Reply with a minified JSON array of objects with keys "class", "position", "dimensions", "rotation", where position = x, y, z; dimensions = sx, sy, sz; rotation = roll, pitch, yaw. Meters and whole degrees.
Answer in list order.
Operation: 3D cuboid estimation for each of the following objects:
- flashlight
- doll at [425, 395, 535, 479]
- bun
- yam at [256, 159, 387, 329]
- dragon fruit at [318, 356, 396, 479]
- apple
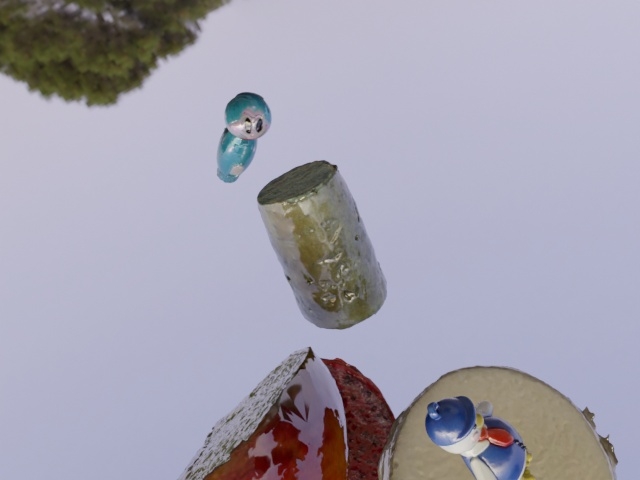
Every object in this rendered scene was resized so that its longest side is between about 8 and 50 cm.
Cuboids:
[{"class":"flashlight","position":[-0.086,-0.108,1.102],"dimensions":[0.051,0.051,0.129],"rotation":[-48,173,-32]},{"class":"doll","position":[0.134,0.172,0.881],"dimensions":[0.057,0.143,0.099],"rotation":[-29,-141,29]},{"class":"bun","position":[0.174,0.281,1.123],"dimensions":[0.263,0.263,0.175],"rotation":[-47,173,-31]},{"class":"yam","position":[0.000,0.000,1.134],"dimensions":[0.107,0.194,0.107],"rotation":[-14,-141,11]},{"class":"dragon fruit","position":[0.023,0.294,1.324],"dimensions":[0.134,0.211,0.262],"rotation":[2,-120,-16]},{"class":"apple","position":[-0.071,0.247,0.976],"dimensions":[0.179,0.254,0.346],"rotation":[2,-155,23]}]
